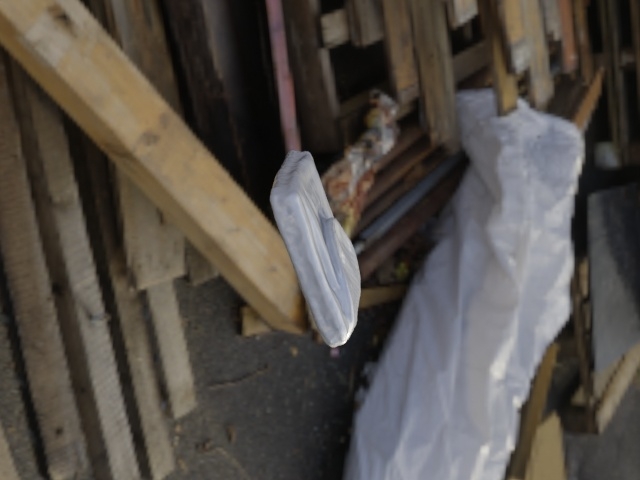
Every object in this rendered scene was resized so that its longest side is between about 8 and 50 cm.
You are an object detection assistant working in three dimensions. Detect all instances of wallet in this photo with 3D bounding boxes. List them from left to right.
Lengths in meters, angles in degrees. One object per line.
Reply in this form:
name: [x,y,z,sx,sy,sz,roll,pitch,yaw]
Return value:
wallet: [0.000,0.000,0.817,0.183,0.032,0.124,-72,140,-76]
